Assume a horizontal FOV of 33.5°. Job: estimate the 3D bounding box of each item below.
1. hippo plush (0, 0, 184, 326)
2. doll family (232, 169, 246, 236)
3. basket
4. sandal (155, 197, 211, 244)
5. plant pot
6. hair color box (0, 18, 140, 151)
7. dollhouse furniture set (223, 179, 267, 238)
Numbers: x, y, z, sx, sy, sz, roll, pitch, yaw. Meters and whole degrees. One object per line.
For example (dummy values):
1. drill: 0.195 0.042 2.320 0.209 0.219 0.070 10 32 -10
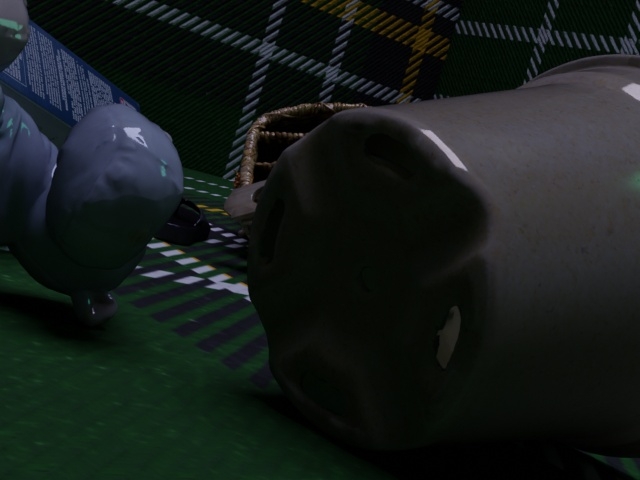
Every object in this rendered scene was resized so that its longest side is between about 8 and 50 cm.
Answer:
1. hippo plush: -0.239 -0.024 0.786 0.236 0.234 0.294 33 -43 -17
2. doll family: -0.063 -0.119 1.870 0.118 0.263 0.163 54 -6 -10
3. basket: 0.032 -0.126 1.669 0.299 0.214 0.223 3 -15 3
4. sandal: -0.210 -0.036 1.609 0.097 0.055 0.254 16 4 -8
5. plant pot: 0.129 0.021 0.782 0.305 0.334 0.333 -4 18 -44
6. hair color box: -0.327 -0.128 1.053 0.173 0.105 0.347 -18 -20 13
7. dollhouse furniture set: -0.050 0.036 1.433 0.101 0.161 0.182 -15 -47 12
